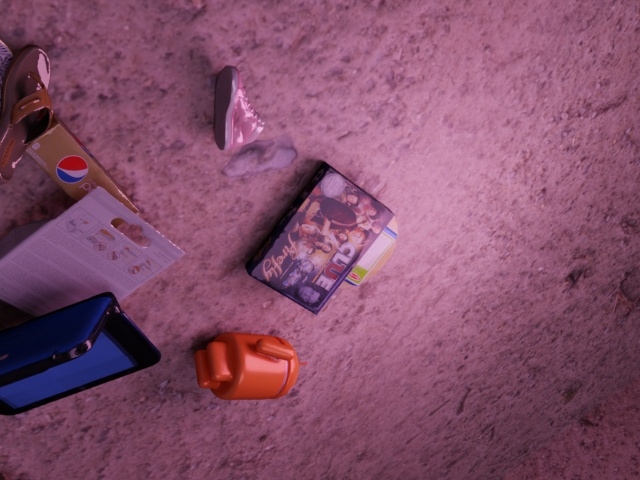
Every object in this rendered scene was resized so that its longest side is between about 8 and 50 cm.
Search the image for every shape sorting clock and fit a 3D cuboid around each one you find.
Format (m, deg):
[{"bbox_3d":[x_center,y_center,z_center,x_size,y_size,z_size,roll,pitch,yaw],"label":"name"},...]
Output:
[{"bbox_3d":[0.059,0.007,1.270,0.206,0.040,0.206,-14,124,-22],"label":"shape sorting clock"}]

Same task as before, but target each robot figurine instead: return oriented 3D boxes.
[{"bbox_3d":[-0.131,0.243,1.244,0.219,0.128,0.158,12,106,-41],"label":"robot figurine"}]

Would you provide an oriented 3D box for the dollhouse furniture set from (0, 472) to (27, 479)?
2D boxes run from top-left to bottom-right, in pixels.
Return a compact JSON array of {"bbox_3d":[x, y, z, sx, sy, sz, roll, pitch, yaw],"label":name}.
[{"bbox_3d":[-0.576,0.490,1.104,0.144,0.123,0.151,-38,136,-7],"label":"dollhouse furniture set"}]

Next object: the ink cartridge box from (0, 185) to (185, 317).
[{"bbox_3d":[-0.349,0.026,0.947,0.232,0.066,0.189,-39,136,5],"label":"ink cartridge box"}]

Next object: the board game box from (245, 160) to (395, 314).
[{"bbox_3d":[0.000,0.000,1.186,0.165,0.042,0.243,33,100,-26],"label":"board game box"}]

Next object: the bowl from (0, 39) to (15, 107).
[{"bbox_3d":[-0.427,-0.159,0.742,0.080,0.170,0.170,11,124,8],"label":"bowl"}]

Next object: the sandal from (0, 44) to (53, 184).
[{"bbox_3d":[-0.355,-0.149,0.780,0.072,0.049,0.180,80,19,-70],"label":"sandal"}]

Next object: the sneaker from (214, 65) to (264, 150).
[{"bbox_3d":[-0.120,-0.202,0.979,0.070,0.051,0.134,-14,132,-30],"label":"sneaker"}]

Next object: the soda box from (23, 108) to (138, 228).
[{"bbox_3d":[-0.333,-0.092,0.894,0.058,0.061,0.181,-39,136,-6],"label":"soda box"}]

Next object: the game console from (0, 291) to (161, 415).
[{"bbox_3d":[-0.410,0.208,0.936,0.293,0.250,0.173,-21,108,2],"label":"game console"}]
